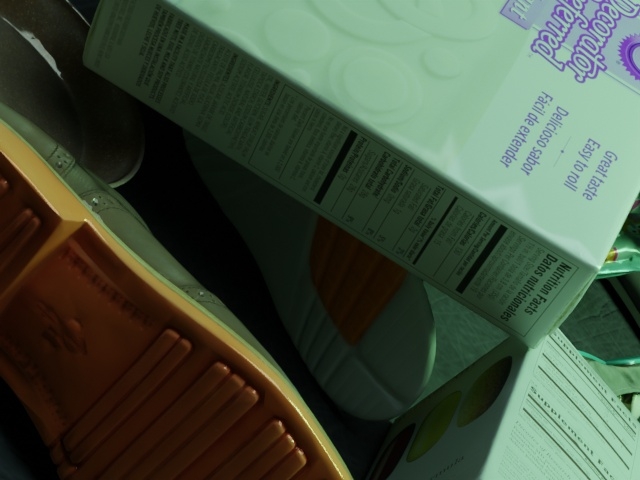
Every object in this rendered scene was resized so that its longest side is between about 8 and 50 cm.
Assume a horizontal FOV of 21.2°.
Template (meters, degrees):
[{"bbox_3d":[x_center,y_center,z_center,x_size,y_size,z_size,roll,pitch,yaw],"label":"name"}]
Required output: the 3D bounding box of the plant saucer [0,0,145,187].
[{"bbox_3d":[-0.188,-0.101,1.001,0.198,0.036,0.198,38,28,-25],"label":"plant saucer"}]

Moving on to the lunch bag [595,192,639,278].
[{"bbox_3d":[0.196,-0.091,1.497,0.262,0.160,0.223,17,40,-42],"label":"lunch bag"}]

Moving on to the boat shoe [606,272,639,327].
[{"bbox_3d":[0.359,0.071,1.621,0.335,0.095,0.112,56,25,11],"label":"boat shoe"}]

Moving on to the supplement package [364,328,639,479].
[{"bbox_3d":[0.107,0.169,1.009,0.134,0.139,0.244,49,23,-5],"label":"supplement package"}]

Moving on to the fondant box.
[{"bbox_3d":[0.055,-0.117,1.074,0.330,0.096,0.238,33,49,2],"label":"fondant box"}]

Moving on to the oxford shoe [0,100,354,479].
[{"bbox_3d":[-0.084,0.058,0.859,0.364,0.130,0.133,50,17,-5],"label":"oxford shoe"}]

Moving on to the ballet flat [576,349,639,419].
[{"bbox_3d":[0.223,0.124,1.375,0.213,0.072,0.068,9,75,-55],"label":"ballet flat"}]

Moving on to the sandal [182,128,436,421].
[{"bbox_3d":[0.007,-0.007,1.125,0.076,0.102,0.265,1,52,-56],"label":"sandal"}]
